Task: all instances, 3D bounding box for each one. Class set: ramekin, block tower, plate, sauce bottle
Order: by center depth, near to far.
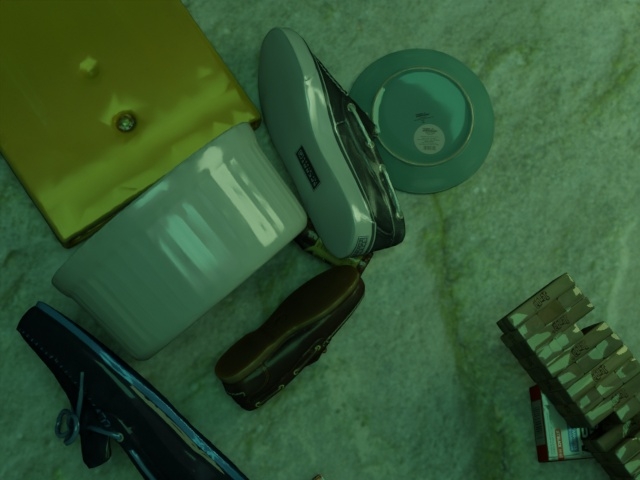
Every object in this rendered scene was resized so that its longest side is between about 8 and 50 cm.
[{"bbox_3d":[-0.145,0.007,1.388,0.277,0.277,0.135,-40,93,-11],"label":"ramekin"},{"bbox_3d":[0.338,0.198,1.421,0.097,0.091,0.335,-35,85,-9],"label":"block tower"},{"bbox_3d":[0.000,0.000,1.513,0.128,0.042,0.042,30,78,4],"label":"sauce bottle"},{"bbox_3d":[0.125,-0.151,1.561,0.188,0.024,0.188,1,78,-5],"label":"plate"}]

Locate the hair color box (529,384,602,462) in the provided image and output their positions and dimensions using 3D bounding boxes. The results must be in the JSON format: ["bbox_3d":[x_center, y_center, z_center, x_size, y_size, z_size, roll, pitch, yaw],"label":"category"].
[{"bbox_3d":[0.338,0.208,1.493,0.167,0.053,0.093,-4,78,-7],"label":"hair color box"}]

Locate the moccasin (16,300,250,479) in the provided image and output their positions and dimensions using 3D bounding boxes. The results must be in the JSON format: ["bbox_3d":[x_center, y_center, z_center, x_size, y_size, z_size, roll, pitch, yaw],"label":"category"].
[{"bbox_3d":[-0.221,0.212,1.406,0.342,0.138,0.117,43,83,5],"label":"moccasin"}]

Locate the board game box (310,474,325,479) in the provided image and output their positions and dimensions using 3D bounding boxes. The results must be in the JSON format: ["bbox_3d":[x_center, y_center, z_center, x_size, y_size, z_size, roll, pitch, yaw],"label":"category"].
[{"bbox_3d":[-0.033,0.382,1.432,0.193,0.045,0.147,-36,84,-10],"label":"board game box"}]

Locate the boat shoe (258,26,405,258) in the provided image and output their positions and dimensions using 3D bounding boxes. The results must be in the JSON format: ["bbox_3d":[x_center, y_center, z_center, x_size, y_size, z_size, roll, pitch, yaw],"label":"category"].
[{"bbox_3d":[0.017,-0.122,1.511,0.102,0.108,0.301,-10,66,-34],"label":"boat shoe"}]

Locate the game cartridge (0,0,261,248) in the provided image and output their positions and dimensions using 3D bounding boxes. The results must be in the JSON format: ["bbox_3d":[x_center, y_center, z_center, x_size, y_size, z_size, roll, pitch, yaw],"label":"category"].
[{"bbox_3d":[-0.275,-0.197,1.528,0.285,0.053,0.324,-33,81,-10],"label":"game cartridge"}]

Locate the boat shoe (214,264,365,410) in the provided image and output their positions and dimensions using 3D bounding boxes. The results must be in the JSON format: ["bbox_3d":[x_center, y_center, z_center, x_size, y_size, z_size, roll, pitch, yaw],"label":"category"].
[{"bbox_3d":[-0.028,0.114,1.479,0.207,0.073,0.073,-38,122,-7],"label":"boat shoe"}]
